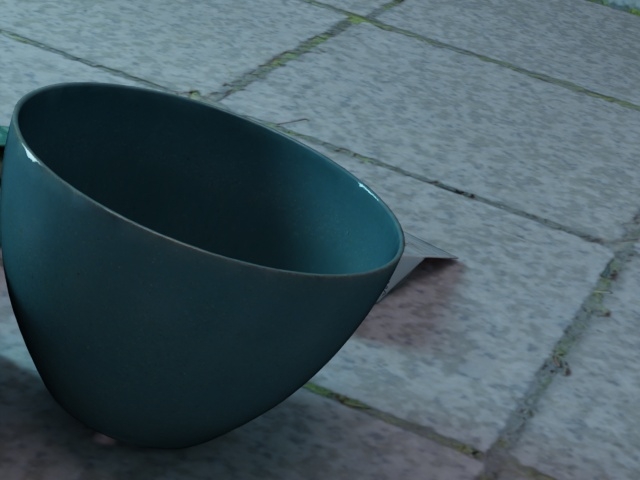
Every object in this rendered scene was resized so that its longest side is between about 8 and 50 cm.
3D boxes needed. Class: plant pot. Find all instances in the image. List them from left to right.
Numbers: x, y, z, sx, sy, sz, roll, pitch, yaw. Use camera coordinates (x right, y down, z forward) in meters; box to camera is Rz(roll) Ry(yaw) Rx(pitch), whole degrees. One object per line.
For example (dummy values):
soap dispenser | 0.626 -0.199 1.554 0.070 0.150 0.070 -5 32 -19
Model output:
plant pot | -0.108 0.034 1.115 0.290 0.195 0.290 19 22 -8

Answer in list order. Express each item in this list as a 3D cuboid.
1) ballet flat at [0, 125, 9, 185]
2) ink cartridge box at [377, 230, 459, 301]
ballet flat | -0.274 -0.065 1.427 0.247 0.083 0.087 2 51 -22
ink cartridge box | 0.000 0.000 1.461 0.189 0.066 0.232 27 7 29
